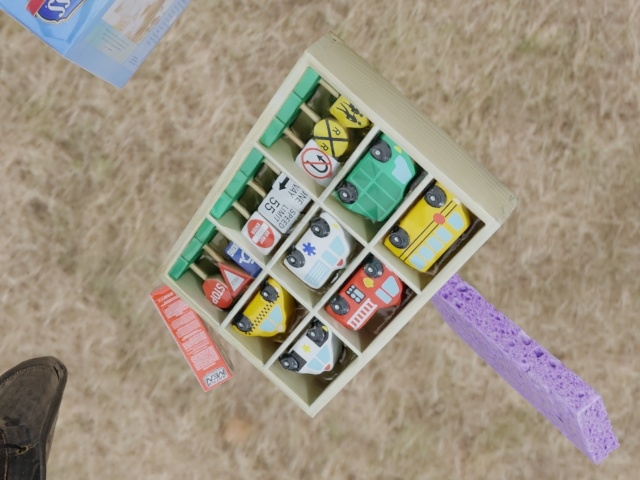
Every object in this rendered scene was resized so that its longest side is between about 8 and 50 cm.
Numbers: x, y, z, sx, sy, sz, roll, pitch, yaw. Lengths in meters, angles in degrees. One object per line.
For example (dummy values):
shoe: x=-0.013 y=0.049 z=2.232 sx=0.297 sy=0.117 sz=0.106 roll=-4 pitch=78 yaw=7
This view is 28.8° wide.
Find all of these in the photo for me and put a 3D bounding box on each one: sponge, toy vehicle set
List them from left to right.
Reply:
toy vehicle set: x=0.000 y=0.000 z=0.877 sx=0.166 sy=0.035 sz=0.267 roll=41 pitch=135 yaw=3
sponge: x=0.178 y=0.107 z=1.124 sx=0.031 sy=0.210 sz=0.117 roll=-42 pitch=143 yaw=-5

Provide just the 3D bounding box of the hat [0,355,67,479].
hat: x=-0.316 y=0.198 z=0.892 sx=0.134 sy=0.331 sz=0.331 roll=32 pitch=127 yaw=-22

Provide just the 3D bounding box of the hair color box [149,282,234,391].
hair color box: x=-0.161 y=0.115 z=1.571 sx=0.043 sy=0.072 sz=0.141 roll=-29 pitch=95 yaw=0

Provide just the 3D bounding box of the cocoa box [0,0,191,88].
cocoa box: x=-0.339 y=-0.391 z=1.793 sx=0.228 sy=0.347 sz=0.231 roll=39 pitch=92 yaw=3
